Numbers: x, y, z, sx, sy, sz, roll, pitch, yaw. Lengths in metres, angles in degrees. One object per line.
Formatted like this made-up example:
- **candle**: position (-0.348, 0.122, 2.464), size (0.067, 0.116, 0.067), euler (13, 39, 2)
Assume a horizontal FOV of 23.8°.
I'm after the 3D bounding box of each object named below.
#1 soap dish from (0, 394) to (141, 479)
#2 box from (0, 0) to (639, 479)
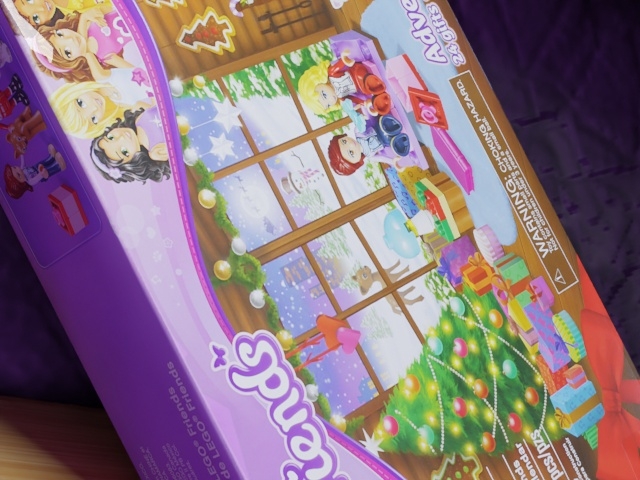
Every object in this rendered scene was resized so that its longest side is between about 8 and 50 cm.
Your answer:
- **soap dish**: position (-0.147, 0.200, 0.547), size (0.229, 0.118, 0.291), euler (10, 87, -18)
- **box**: position (0.000, 0.000, 0.554), size (0.201, 0.057, 0.293), euler (-27, 89, -43)
